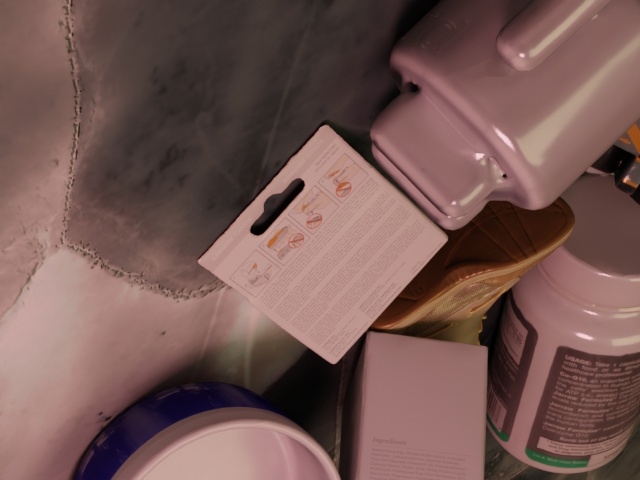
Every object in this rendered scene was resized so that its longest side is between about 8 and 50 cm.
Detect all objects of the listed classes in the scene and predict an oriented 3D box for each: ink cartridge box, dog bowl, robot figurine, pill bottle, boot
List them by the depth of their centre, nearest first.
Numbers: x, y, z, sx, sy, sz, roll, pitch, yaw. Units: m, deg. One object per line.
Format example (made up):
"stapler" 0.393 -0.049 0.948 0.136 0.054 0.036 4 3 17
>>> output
"robot figurine" 0.204 -0.169 1.180 0.353 0.200 0.300 -43 175 -4
"ink cartridge box" 0.000 0.000 1.299 0.181 0.056 0.225 -48 129 3
"dog bowl" -0.114 0.278 1.312 0.265 0.104 0.265 -10 112 -26
"boot" 0.172 0.064 1.492 0.262 0.095 0.203 -31 146 -5
"pill bottle" 0.324 0.107 1.627 0.204 0.204 0.361 -27 144 -28

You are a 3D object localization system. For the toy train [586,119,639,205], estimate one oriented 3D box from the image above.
"toy train" 0.393 -0.185 1.409 0.334 0.190 0.142 -61 -175 33

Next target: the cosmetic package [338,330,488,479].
"cosmetic package" 0.094 0.249 1.435 0.138 0.224 0.224 6 152 -3
